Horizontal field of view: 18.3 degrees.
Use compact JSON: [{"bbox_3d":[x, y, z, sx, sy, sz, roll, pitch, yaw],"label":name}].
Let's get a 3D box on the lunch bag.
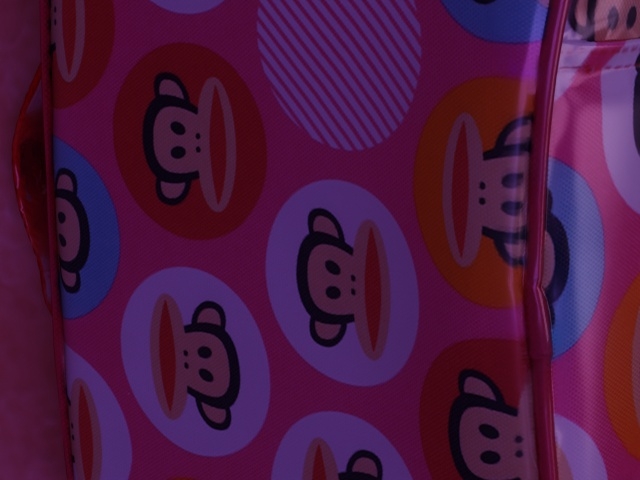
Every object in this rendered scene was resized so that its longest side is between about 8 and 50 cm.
[{"bbox_3d":[0.000,0.000,0.641,0.120,0.258,0.293,-15,110,-49],"label":"lunch bag"}]
